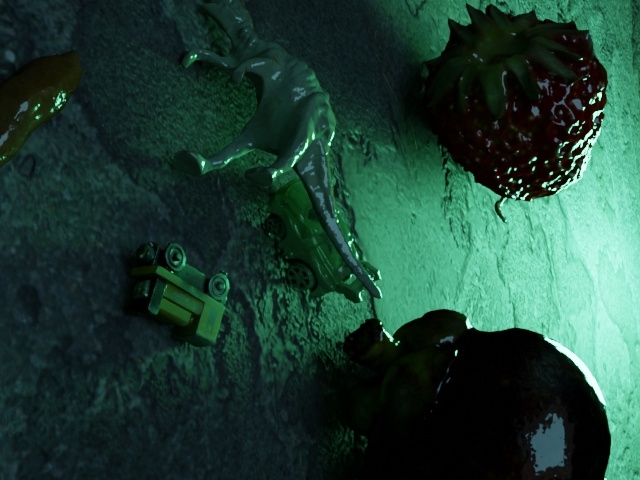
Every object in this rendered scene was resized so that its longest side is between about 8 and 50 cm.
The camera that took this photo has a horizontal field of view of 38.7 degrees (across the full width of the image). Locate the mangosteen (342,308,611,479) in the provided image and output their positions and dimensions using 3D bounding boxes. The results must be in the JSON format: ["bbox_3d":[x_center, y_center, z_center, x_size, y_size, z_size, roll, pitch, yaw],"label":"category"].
[{"bbox_3d":[0.185,0.239,1.085,0.330,0.330,0.330,19,65,-49],"label":"mangosteen"}]

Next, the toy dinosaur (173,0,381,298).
[{"bbox_3d":[-0.039,-0.100,0.991,0.393,0.092,0.205,47,46,-3],"label":"toy dinosaur"}]

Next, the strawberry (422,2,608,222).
[{"bbox_3d":[0.303,-0.172,1.397,0.343,0.292,0.292,64,36,-42],"label":"strawberry"}]

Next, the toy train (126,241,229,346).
[{"bbox_3d":[-0.140,0.052,0.898,0.122,0.050,0.081,36,61,-44],"label":"toy train"}]

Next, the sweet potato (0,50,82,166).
[{"bbox_3d":[-0.263,-0.104,0.776,0.056,0.056,0.195,53,48,-30],"label":"sweet potato"}]

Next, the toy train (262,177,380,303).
[{"bbox_3d":[0.000,0.000,1.068,0.099,0.081,0.149,-43,115,-48],"label":"toy train"}]
